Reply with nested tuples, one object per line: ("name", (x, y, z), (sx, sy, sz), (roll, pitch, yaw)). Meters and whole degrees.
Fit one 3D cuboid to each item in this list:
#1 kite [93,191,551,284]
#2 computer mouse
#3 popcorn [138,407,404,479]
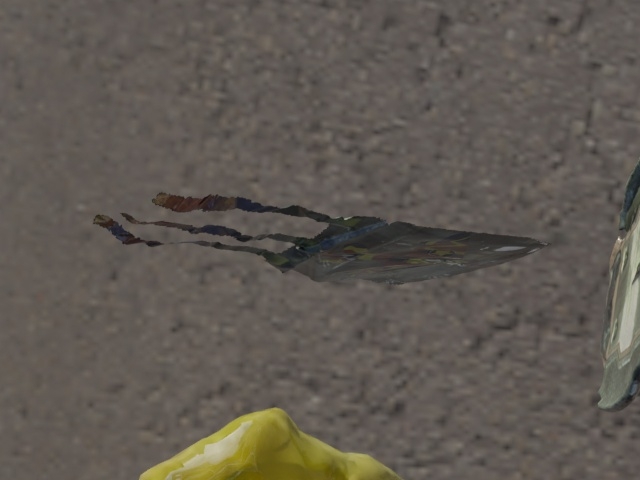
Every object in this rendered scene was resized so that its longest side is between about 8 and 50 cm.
("kite", (0.000, 0.001, 1.036), (0.141, 0.245, 0.015), (-24, 63, 52))
("computer mouse", (0.280, 0.016, 1.328), (0.389, 0.115, 0.199), (106, 171, -74))
("popcorn", (-0.017, 0.146, 0.391), (0.195, 0.173, 0.168), (-44, 72, -3))
